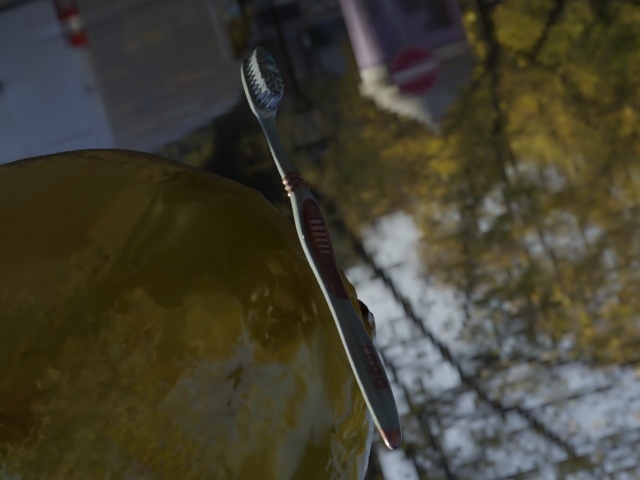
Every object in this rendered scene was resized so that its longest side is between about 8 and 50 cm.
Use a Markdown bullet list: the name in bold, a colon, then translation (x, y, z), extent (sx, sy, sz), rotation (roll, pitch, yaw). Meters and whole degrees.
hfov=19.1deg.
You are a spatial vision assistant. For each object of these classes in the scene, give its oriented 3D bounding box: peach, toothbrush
- **peach**: translation (-0.134, 0.098, 1.120), extent (0.315, 0.314, 0.281), rotation (-47, -162, -11)
- **toothbrush**: translation (0.000, 0.000, 0.782), extent (0.013, 0.193, 0.019), rotation (0, 148, -34)
